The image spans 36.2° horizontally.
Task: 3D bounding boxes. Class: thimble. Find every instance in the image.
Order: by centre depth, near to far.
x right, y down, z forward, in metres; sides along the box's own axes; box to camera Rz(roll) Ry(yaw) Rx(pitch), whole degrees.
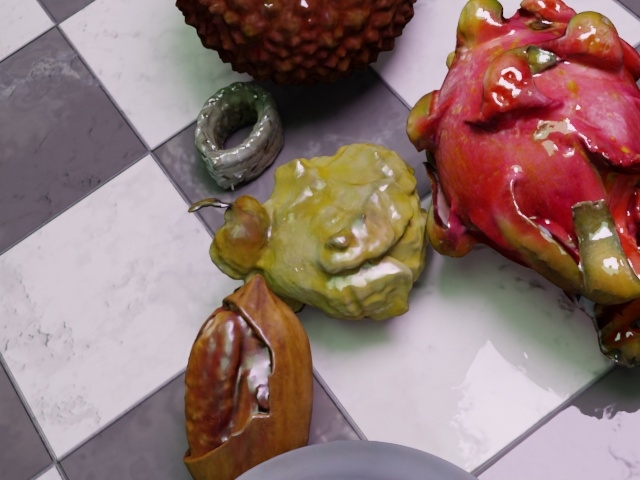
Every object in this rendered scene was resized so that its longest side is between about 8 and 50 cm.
[{"bbox_3d":[-0.087,-0.110,1.038,0.084,0.062,0.110,13,66,18],"label":"thimble"}]

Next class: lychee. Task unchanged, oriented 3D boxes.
[{"bbox_3d":[-0.027,-0.297,1.005,0.275,0.276,0.304,3,55,15],"label":"lychee"}]

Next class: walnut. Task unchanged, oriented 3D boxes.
[{"bbox_3d":[-0.063,0.133,0.858,0.115,0.116,0.207,7,91,17],"label":"walnut"}]

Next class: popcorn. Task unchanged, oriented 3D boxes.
[{"bbox_3d":[0.002,-0.010,0.913,0.195,0.173,0.168,-1,75,18],"label":"popcorn"}]

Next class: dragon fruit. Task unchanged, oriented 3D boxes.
[{"bbox_3d":[0.215,-0.065,0.851,0.307,0.227,0.243,31,78,23],"label":"dragon fruit"}]

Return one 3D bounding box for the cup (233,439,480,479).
[{"bbox_3d":[0.022,0.311,0.688,0.347,0.163,0.347,-1,74,4],"label":"cup"}]
